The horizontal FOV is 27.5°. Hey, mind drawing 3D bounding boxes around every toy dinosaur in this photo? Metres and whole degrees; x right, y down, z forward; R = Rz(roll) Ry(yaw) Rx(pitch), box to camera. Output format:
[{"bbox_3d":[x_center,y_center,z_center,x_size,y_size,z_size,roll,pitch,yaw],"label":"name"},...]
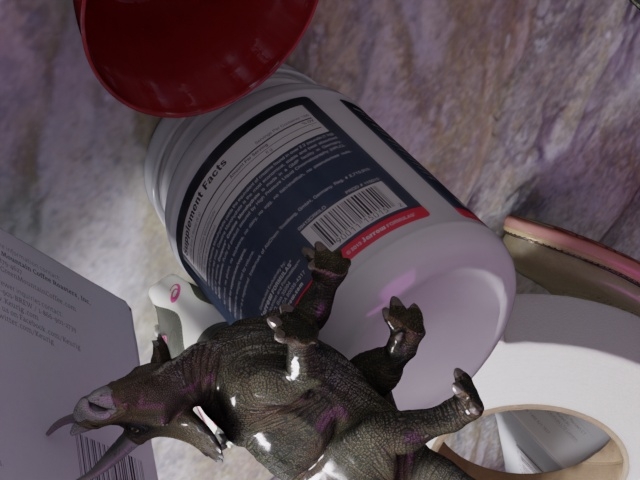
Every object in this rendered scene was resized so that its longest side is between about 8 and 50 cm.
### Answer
[{"bbox_3d":[0.004,0.109,0.834,0.313,0.121,0.160,23,127,-16],"label":"toy dinosaur"}]

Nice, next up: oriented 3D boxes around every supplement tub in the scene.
[{"bbox_3d":[0.000,0.000,0.999,0.191,0.272,0.191,-23,138,-23],"label":"supplement tub"}]

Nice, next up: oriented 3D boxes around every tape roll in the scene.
[{"bbox_3d":[0.217,0.211,1.374,0.392,0.072,0.392,3,135,3],"label":"tape roll"}]

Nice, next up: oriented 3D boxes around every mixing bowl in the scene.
[{"bbox_3d":[-0.097,-0.185,0.884,0.181,0.098,0.181,-23,138,-22],"label":"mixing bowl"}]

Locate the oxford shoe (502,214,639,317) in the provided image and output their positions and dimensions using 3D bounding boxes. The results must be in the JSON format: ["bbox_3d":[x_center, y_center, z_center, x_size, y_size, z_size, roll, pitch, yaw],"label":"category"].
[{"bbox_3d":[0.332,0.111,1.391,0.397,0.140,0.146,33,90,-19],"label":"oxford shoe"}]

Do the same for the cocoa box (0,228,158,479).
[{"bbox_3d":[-0.298,0.117,0.841,0.228,0.231,0.347,-27,145,18],"label":"cocoa box"}]

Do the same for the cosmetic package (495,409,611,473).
[{"bbox_3d":[0.414,0.178,1.621,0.385,0.156,0.217,-34,141,-13],"label":"cosmetic package"}]

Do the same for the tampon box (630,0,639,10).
[{"bbox_3d":[0.387,-0.235,1.252,0.161,0.101,0.120,24,108,-49],"label":"tampon box"}]

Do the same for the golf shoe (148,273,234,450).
[{"bbox_3d":[-0.084,0.106,1.173,0.105,0.120,0.273,-40,165,-14],"label":"golf shoe"}]
